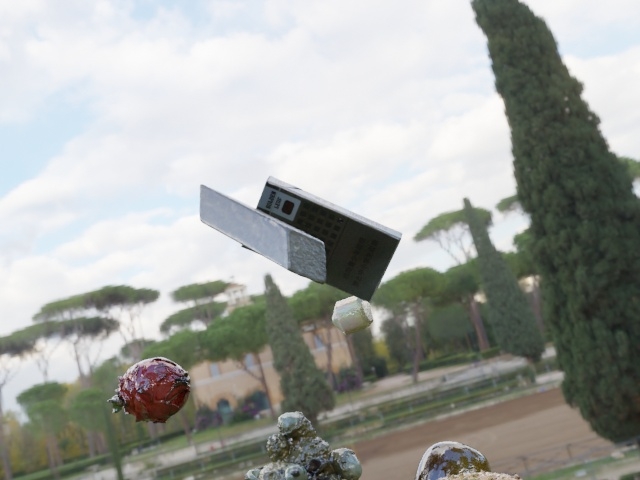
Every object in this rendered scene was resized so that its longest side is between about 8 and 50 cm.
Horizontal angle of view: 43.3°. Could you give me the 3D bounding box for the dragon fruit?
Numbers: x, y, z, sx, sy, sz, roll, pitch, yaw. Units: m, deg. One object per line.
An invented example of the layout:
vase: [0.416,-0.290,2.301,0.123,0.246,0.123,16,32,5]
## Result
dragon fruit: [-0.424,0.386,2.063,0.210,0.172,0.172,-13,-11,8]

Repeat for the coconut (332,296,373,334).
coconut: [0.093,0.235,2.509,0.122,0.116,0.116,-22,-12,17]

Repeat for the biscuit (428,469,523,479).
biscuit: [0.258,0.464,1.433,0.254,0.035,0.254,-10,4,1]

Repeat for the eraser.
eraser: [-0.119,-0.016,1.589,0.111,0.077,0.353,22,3,-45]

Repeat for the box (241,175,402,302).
box: [0.000,-0.001,1.809,0.047,0.325,0.180,-64,-2,-64]

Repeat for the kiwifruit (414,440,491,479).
kiwifruit: [0.322,0.616,1.975,0.196,0.233,0.196,14,-19,5]

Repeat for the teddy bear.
teddy bear: [-0.062,0.603,2.086,0.256,0.267,0.156,-30,-34,-44]
